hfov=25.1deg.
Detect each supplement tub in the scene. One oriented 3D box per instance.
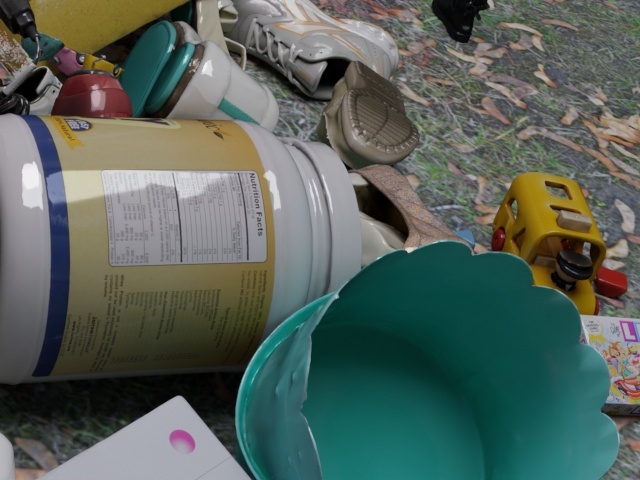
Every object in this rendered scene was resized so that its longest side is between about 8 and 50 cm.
[{"bbox_3d":[-0.145,0.006,1.255,0.316,0.228,0.228,-1,40,-27],"label":"supplement tub"}]

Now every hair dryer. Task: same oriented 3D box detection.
[{"bbox_3d":[-0.289,-0.091,1.423,0.293,0.223,0.080,46,2,16],"label":"hair dryer"}]

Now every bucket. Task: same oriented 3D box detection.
[{"bbox_3d":[0.072,0.150,1.137,0.281,0.183,0.281,10,66,-23],"label":"bucket"}]

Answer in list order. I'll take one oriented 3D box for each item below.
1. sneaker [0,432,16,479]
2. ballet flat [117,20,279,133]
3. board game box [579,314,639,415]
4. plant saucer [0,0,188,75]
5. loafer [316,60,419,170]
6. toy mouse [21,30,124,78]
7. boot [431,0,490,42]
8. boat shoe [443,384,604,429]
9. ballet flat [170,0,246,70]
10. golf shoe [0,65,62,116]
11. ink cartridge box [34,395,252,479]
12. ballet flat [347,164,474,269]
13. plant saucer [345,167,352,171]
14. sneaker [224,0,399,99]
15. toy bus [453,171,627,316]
[{"bbox_3d":[-0.241,0.239,1.030,0.094,0.090,0.235,18,41,-18],"label":"sneaker"},{"bbox_3d":[-0.130,-0.147,1.509,0.139,0.139,0.400,10,7,-16],"label":"ballet flat"},{"bbox_3d":[0.342,0.133,1.505,0.154,0.026,0.103,5,56,-23],"label":"board game box"},{"bbox_3d":[-0.305,-0.375,1.723,0.332,0.081,0.333,-33,59,-23],"label":"plant saucer"},{"bbox_3d":[0.048,-0.123,1.641,0.102,0.092,0.268,31,20,-8],"label":"loafer"},{"bbox_3d":[-0.282,-0.199,1.566,0.143,0.031,0.161,23,0,7],"label":"toy mouse"},{"bbox_3d":[0.207,-0.353,2.065,0.045,0.099,0.121,8,36,-22],"label":"boot"},{"bbox_3d":[0.121,0.163,1.323,0.302,0.109,0.094,2,53,-12],"label":"boat shoe"},{"bbox_3d":[-0.133,-0.246,1.732,0.086,0.086,0.248,5,53,-23],"label":"ballet flat"},{"bbox_3d":[-0.282,-0.146,1.528,0.069,0.086,0.176,37,35,25],"label":"golf shoe"},{"bbox_3d":[-0.108,0.299,0.955,0.324,0.071,0.330,48,39,10],"label":"ink cartridge box"},{"bbox_3d":[0.047,-0.013,1.357,0.106,0.108,0.316,14,10,-24],"label":"ballet flat"},{"bbox_3d":[0.000,0.000,1.518,0.317,0.044,0.318,15,35,-11],"label":"plant saucer"},{"bbox_3d":[-0.030,-0.242,1.792,0.262,0.099,0.121,17,40,-2],"label":"sneaker"},{"bbox_3d":[0.262,0.011,1.587,0.202,0.104,0.191,36,37,21],"label":"toy bus"}]
